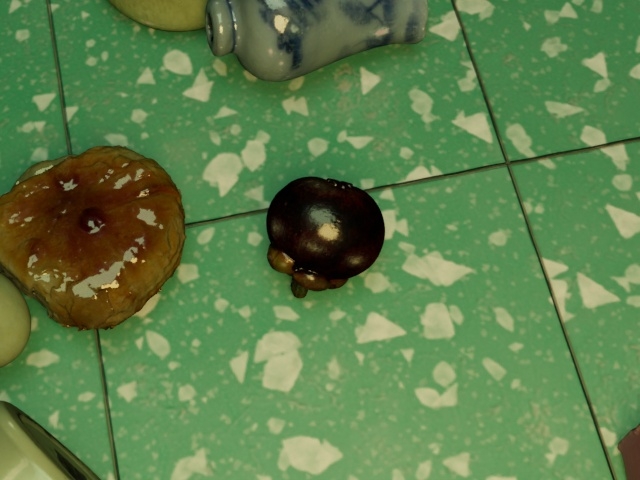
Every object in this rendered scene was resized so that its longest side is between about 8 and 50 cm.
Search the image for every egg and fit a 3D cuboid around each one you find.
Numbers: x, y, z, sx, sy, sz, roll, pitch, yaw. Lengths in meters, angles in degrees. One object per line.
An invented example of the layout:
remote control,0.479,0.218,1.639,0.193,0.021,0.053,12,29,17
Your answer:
egg,-0.371,0.075,1.110,0.152,0.114,0.114,28,67,12

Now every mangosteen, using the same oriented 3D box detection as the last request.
mangosteen,0.000,0.000,1.160,0.140,0.140,0.140,0,65,-1

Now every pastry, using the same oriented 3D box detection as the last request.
pastry,-0.253,-0.004,1.158,0.218,0.100,0.229,-12,64,-6

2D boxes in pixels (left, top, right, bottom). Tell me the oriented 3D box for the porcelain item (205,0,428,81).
porcelain item,-0.006,-0.264,1.272,0.259,0.141,0.141,-9,65,-17

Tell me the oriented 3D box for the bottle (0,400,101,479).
bottle,-0.335,0.333,0.938,0.229,0.229,0.352,41,76,16

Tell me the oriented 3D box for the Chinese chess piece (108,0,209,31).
Chinese chess piece,-0.173,-0.367,1.335,0.237,0.092,0.238,0,64,0

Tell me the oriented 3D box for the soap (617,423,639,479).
soap,0.410,0.207,1.060,0.203,0.122,0.065,-5,65,-5
